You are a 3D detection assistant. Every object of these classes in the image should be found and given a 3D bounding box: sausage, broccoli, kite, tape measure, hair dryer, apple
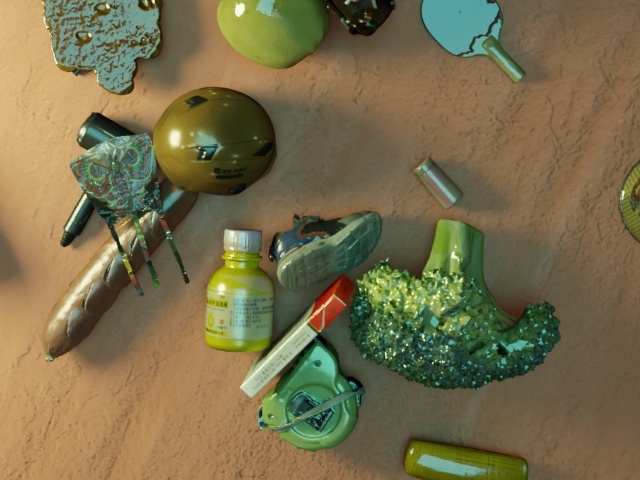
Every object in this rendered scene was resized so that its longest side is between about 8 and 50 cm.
[{"bbox_3d":[-0.367,0.043,1.818,0.088,0.088,0.433,40,92,-5],"label":"sausage"},{"bbox_3d":[0.240,0.123,1.762,0.375,0.249,0.301,10,98,3],"label":"broccoli"},{"bbox_3d":[-0.322,-0.042,1.763,0.152,0.015,0.285,-22,93,4],"label":"kite"},{"bbox_3d":[-0.013,0.295,1.840,0.175,0.106,0.200,41,95,-2],"label":"tape measure"},{"bbox_3d":[-0.419,-0.103,1.819,0.114,0.070,0.248,31,102,-6],"label":"hair dryer"},{"bbox_3d":[-0.084,-0.394,1.735,0.200,0.200,0.200,0,96,-2],"label":"apple"}]

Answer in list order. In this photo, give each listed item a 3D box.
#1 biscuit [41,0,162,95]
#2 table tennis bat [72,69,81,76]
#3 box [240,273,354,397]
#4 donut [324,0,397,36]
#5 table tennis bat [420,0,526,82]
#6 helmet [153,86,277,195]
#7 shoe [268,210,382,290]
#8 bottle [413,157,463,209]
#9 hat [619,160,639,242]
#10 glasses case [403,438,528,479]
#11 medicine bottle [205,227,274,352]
[{"bbox_3d":[-0.380,-0.398,1.782,0.209,0.041,0.290,-12,93,-2],"label":"biscuit"},{"bbox_3d":[-0.391,-0.358,1.810,0.095,0.014,0.158,44,91,-6],"label":"table tennis bat"},{"bbox_3d":[-0.040,0.167,1.788,0.035,0.139,0.245,45,104,-4],"label":"box"},{"bbox_3d":[0.031,-0.465,1.693,0.103,0.269,0.269,-32,96,14],"label":"donut"},{"bbox_3d":[0.284,-0.378,1.829,0.131,0.022,0.234,-45,94,2],"label":"table tennis bat"},{"bbox_3d":[-0.175,-0.182,1.750,0.224,0.130,0.198,-8,79,-16],"label":"helmet"},{"bbox_3d":[0.000,0.000,1.830,0.228,0.125,0.099,-27,134,-22],"label":"shoe"},{"bbox_3d":[0.214,-0.104,1.840,0.045,0.045,0.096,-43,93,2],"label":"bottle"},{"bbox_3d":[0.651,-0.070,1.840,0.193,0.082,0.193,0,94,-2],"label":"hat"},{"bbox_3d":[0.272,0.425,1.885,0.234,0.064,0.079,10,88,-2],"label":"glasses case"},{"bbox_3d":[-0.143,0.086,1.808,0.122,0.122,0.212,2,95,-2],"label":"medicine bottle"}]
